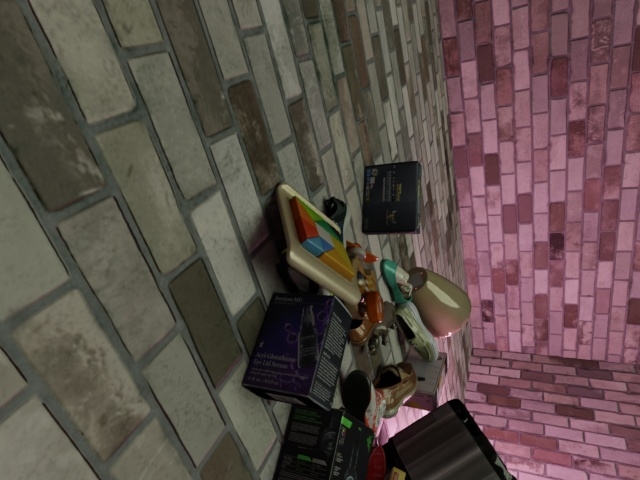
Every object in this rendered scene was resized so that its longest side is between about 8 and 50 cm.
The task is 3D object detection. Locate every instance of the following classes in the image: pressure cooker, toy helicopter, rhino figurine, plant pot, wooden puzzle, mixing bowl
[{"bbox_3d":[0.408,0.803,1.418,0.369,0.421,0.375,56,2,-46],"label":"pressure cooker"},{"bbox_3d":[0.114,0.112,1.211,0.355,0.140,0.234,7,74,-73],"label":"toy helicopter"},{"bbox_3d":[0.198,0.297,1.385,0.243,0.073,0.106,-46,133,-52],"label":"rhino figurine"},{"bbox_3d":[0.465,0.237,1.752,0.274,0.257,0.256,44,50,-34],"label":"plant pot"},{"bbox_3d":[0.000,0.000,0.882,0.221,0.044,0.238,38,26,-36],"label":"wooden puzzle"},{"bbox_3d":[0.111,0.675,1.175,0.181,0.098,0.181,-2,92,-64],"label":"mixing bowl"}]

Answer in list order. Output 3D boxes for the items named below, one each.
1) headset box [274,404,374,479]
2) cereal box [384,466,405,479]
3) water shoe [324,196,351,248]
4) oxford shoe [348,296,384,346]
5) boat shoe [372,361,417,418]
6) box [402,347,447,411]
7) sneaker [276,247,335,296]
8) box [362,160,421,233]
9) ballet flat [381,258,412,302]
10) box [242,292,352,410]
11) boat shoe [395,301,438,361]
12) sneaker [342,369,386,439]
[{"bbox_3d":[0.013,0.536,0.957,0.246,0.131,0.283,56,42,-48],"label":"headset box"},{"bbox_3d":[0.181,0.820,1.248,0.173,0.047,0.240,-55,165,-49],"label":"cereal box"},{"bbox_3d":[0.023,-0.021,1.080,0.080,0.073,0.203,33,53,-33],"label":"water shoe"},{"bbox_3d":[0.144,0.228,1.284,0.212,0.076,0.076,-55,129,-47],"label":"oxford shoe"},{"bbox_3d":[0.265,0.501,1.461,0.324,0.123,0.116,-22,106,-63],"label":"boat shoe"},{"bbox_3d":[0.419,0.568,1.704,0.290,0.169,0.087,-37,124,-59],"label":"box"},{"bbox_3d":[-0.001,0.106,0.975,0.121,0.111,0.299,-66,146,-46],"label":"sneaker"},{"bbox_3d":[0.234,-0.135,1.346,0.059,0.184,0.232,17,75,-62],"label":"box"},{"bbox_3d":[0.304,0.155,1.576,0.247,0.087,0.083,62,38,-41],"label":"ballet flat"},{"bbox_3d":[-0.040,0.221,0.840,0.108,0.153,0.207,54,42,-47],"label":"box"},{"bbox_3d":[0.383,0.388,1.687,0.094,0.109,0.302,-39,104,-37],"label":"boat shoe"},{"bbox_3d":[0.137,0.473,1.246,0.145,0.090,0.269,-40,128,-57],"label":"sneaker"}]
